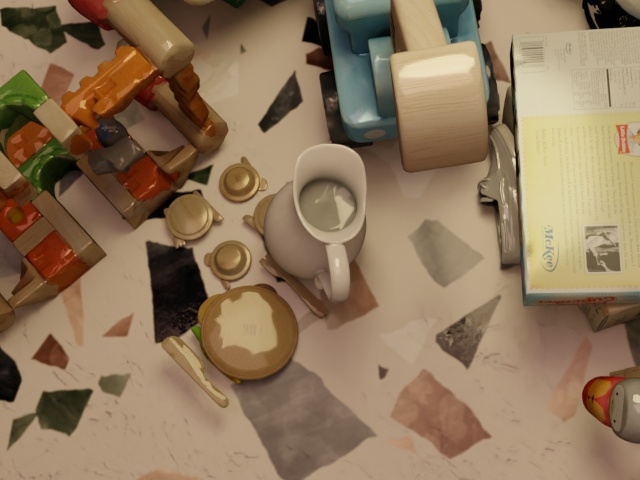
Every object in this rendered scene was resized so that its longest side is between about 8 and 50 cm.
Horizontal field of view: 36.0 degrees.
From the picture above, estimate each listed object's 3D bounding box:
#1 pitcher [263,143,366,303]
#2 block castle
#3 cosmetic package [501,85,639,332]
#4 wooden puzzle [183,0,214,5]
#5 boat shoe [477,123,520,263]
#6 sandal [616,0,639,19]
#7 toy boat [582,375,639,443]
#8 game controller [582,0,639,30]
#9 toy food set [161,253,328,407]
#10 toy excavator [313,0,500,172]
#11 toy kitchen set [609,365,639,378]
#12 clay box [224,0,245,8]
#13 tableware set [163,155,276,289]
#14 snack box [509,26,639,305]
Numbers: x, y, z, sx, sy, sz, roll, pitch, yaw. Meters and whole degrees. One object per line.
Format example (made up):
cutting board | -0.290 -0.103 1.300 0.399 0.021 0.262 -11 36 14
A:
pitcher | 0.000 0.000 1.173 0.125 0.207 0.177 -1 76 -10
block castle | -0.353 -0.116 1.210 0.453 0.303 0.213 -42 72 -8
cosmetic package | 0.355 -0.062 1.209 0.160 0.113 0.309 -21 73 1
wooden puzzle | -0.121 -0.476 1.321 0.348 0.080 0.322 -26 59 -26
boat shoe | 0.233 -0.058 1.252 0.063 0.066 0.184 -12 82 2
sandal | 0.529 -0.282 1.220 0.416 0.102 0.169 19 73 -12
toy boat | 0.395 0.277 1.048 0.267 0.148 0.318 -37 91 -4
game controller | 0.511 -0.321 1.292 0.319 0.067 0.166 -25 72 -1
toy food set | -0.093 0.115 1.251 0.192 0.038 0.132 -40 78 -17
toy excavator | 0.096 -0.229 1.115 0.222 0.445 0.433 -9 72 5
toy kitchen set | 0.403 0.187 1.169 0.083 0.075 0.068 -21 62 42
clay box | -0.164 -0.444 1.418 0.222 0.053 0.127 38 81 17
tableware set | -0.115 -0.029 1.303 0.169 0.020 0.141 -38 73 -7
snack box | 0.320 -0.087 1.130 0.187 0.060 0.322 -1 73 7
